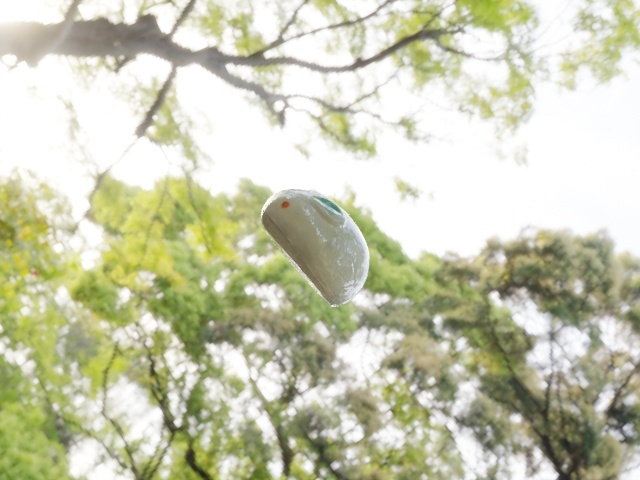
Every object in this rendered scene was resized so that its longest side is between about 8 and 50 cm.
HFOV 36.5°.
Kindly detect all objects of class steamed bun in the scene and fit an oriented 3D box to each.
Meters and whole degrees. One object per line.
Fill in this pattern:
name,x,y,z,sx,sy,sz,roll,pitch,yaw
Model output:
steamed bun,0.000,0.000,1.679,0.228,0.131,0.177,52,-4,-15
